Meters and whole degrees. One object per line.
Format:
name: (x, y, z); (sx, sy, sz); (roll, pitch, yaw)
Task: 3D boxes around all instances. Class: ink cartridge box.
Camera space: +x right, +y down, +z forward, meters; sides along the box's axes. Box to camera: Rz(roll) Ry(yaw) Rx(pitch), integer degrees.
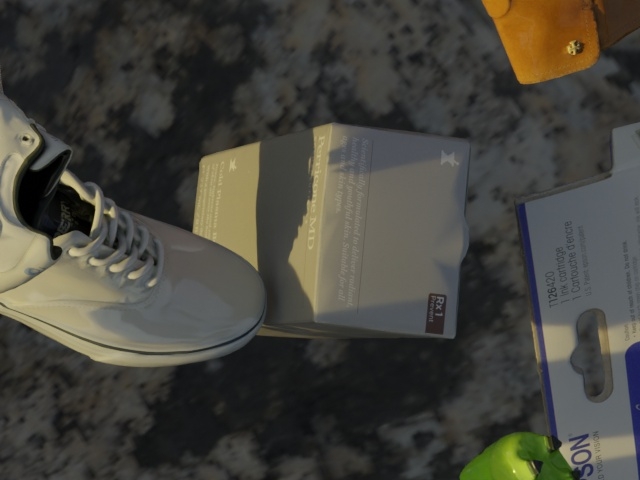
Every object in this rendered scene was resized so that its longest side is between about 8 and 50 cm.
ink cartridge box: (0.299, 0.040, 1.375); (0.307, 0.072, 0.304); (-13, 124, -1)

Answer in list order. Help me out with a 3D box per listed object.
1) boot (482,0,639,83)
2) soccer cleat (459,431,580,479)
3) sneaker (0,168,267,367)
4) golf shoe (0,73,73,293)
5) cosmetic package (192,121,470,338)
boot: (0.150, -0.228, 1.594); (0.295, 0.104, 0.211); (-19, 116, -15)
soccer cleat: (0.154, 0.197, 1.154); (0.060, 0.072, 0.179); (-35, 93, -45)
sneaker: (-0.140, 0.009, 1.079); (0.258, 0.091, 0.094); (14, 64, -24)
golf shoe: (-0.165, -0.047, 0.973); (0.086, 0.069, 0.176); (-13, 61, 14)
cosmetic package: (0.000, 0.000, 1.212); (0.107, 0.238, 0.127); (7, 83, -20)
